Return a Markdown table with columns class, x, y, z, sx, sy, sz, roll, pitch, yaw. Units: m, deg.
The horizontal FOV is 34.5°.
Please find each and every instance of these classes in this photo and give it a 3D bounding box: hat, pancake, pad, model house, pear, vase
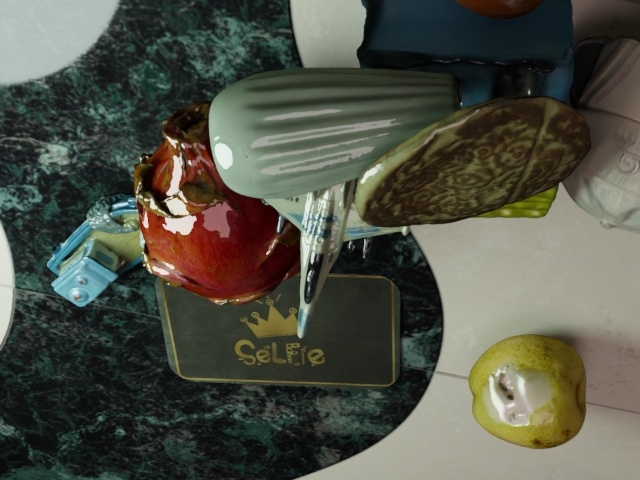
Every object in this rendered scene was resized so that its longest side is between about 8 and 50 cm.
| class | x | y | z | sx | sy | sz | roll | pitch | yaw |
| --- | --- | --- | --- | --- | --- | --- | --- | --- | --- |
| hat | 0.378 | -0.116 | 1.181 | 0.232 | 0.161 | 0.275 | 19 | 147 | 9 |
| pancake | 0.150 | -0.069 | 1.029 | 0.250 | 0.031 | 0.250 | -13 | 159 | -5 |
| pad | -0.064 | 0.182 | 1.588 | 0.375 | 0.063 | 0.315 | 1 | 130 | 7 |
| model house | 0.160 | -0.146 | 1.198 | 0.237 | 0.216 | 0.303 | 4 | 136 | 7 |
| pear | 0.302 | 0.220 | 1.507 | 0.178 | 0.178 | 0.178 | 4 | 130 | 4 |
| vase | 0.019 | -0.114 | 1.023 | 0.248 | 0.128 | 0.128 | -7 | 128 | 10 |

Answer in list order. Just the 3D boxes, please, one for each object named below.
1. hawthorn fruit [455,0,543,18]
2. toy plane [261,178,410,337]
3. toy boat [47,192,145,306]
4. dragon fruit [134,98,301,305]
| class | x | y | z | sx | sy | sz | roll | pitch | yaw |
| --- | --- | --- | --- | --- | --- | --- | --- | --- | --- |
| hawthorn fruit | 0.153 | -0.346 | 1.054 | 0.251 | 0.199 | 0.199 | 28 | 132 | 15 |
| toy plane | 0.003 | -0.006 | 1.174 | 0.192 | 0.088 | 0.262 | 16 | 126 | 5 |
| toy boat | -0.294 | 0.009 | 1.450 | 0.238 | 0.098 | 0.109 | -35 | 120 | 30 |
| dragon fruit | -0.114 | -0.042 | 1.294 | 0.250 | 0.250 | 0.315 | 11 | 128 | -2 |
